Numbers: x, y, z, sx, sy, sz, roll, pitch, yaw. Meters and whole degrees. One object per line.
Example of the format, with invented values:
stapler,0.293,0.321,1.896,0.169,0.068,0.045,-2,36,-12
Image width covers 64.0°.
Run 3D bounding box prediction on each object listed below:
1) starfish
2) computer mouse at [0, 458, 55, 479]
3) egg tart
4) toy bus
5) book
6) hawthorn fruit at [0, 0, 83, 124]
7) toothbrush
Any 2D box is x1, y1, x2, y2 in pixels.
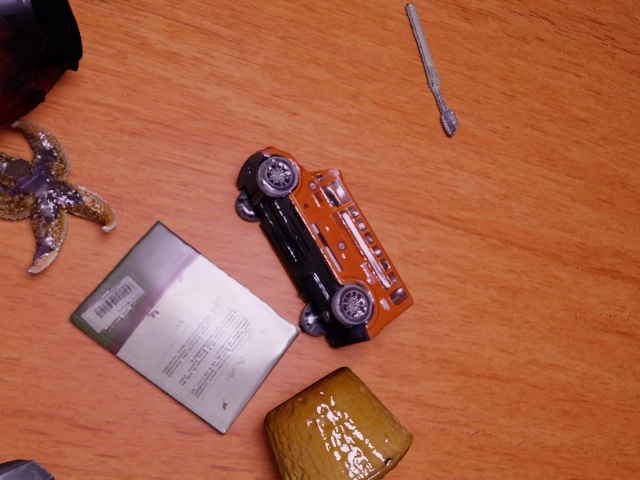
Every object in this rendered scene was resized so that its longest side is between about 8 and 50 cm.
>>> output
starfish,-0.410,-0.062,0.747,0.239,0.071,0.215,14,80,-3
computer mouse,-0.445,0.368,0.635,0.231,0.071,0.126,-31,88,-19
egg tart,0.016,0.276,0.732,0.203,0.202,0.147,-27,78,-20
toy bus,0.000,0.000,0.815,0.153,0.143,0.329,-30,87,-30
book,-0.198,0.130,0.783,0.289,0.026,0.201,40,71,-5
hawthorn fruit,-0.470,-0.279,0.656,0.316,0.316,0.315,4,77,-16
toothbrush,0.217,-0.342,1.013,0.026,0.028,0.294,-12,77,-20
